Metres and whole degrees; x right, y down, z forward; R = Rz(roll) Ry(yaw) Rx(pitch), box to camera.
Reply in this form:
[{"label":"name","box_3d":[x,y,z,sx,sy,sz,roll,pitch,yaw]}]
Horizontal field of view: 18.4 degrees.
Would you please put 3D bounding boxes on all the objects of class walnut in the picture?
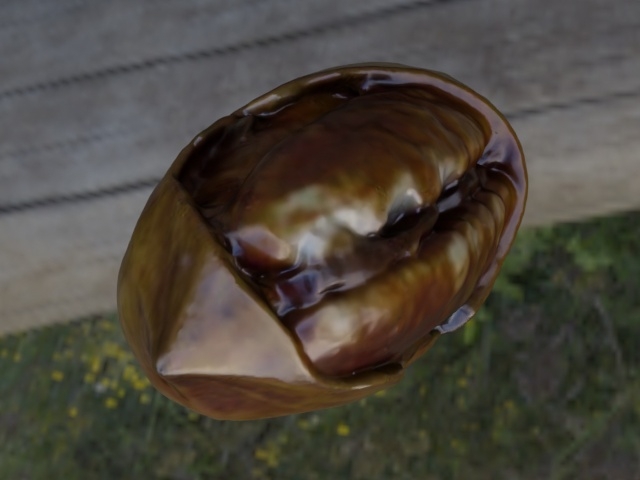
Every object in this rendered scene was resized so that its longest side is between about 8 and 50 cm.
[{"label":"walnut","box_3d":[0.000,0.000,0.669,0.115,0.207,0.116,12,116,27]}]
